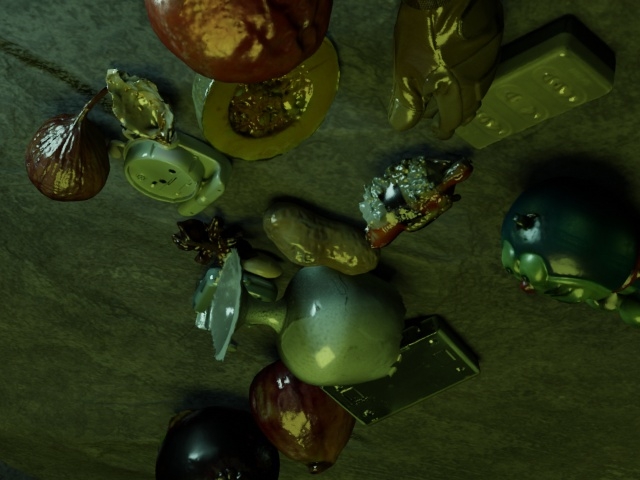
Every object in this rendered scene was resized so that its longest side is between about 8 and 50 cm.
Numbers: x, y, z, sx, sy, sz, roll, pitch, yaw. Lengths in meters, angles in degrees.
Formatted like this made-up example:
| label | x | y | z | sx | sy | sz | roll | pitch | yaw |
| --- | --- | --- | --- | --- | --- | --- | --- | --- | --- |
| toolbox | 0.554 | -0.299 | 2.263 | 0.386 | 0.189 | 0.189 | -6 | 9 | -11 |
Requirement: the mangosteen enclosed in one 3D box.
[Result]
| label | x | y | z | sx | sy | sz | roll | pitch | yaw |
| --- | --- | --- | --- | --- | --- | --- | --- | --- | --- |
| mangosteen | -0.247 | 0.532 | 2.913 | 0.297 | 0.297 | 0.313 | 25 | 152 | -17 |

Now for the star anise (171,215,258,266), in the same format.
| label | x | y | z | sx | sy | sz | roll | pitch | yaw |
| --- | --- | --- | --- | --- | --- | --- | --- | --- | --- |
| star anise | -0.189 | 0.002 | 2.233 | 0.168 | 0.057 | 0.168 | 5 | 155 | 2 |

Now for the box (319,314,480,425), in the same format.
| label | x | y | z | sx | sy | sz | roll | pitch | yaw |
| --- | --- | --- | --- | --- | --- | --- | --- | --- | --- |
| box | 0.151 | 0.256 | 2.423 | 0.270 | 0.045 | 0.211 | -27 | 135 | 17 |

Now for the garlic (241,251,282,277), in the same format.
| label | x | y | z | sx | sy | sz | roll | pitch | yaw |
| --- | --- | --- | --- | --- | --- | --- | --- | --- | --- |
| garlic | -0.115 | 0.044 | 2.288 | 0.083 | 0.041 | 0.053 | 6 | 163 | 34 |

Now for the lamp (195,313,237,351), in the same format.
| label | x | y | z | sx | sy | sz | roll | pitch | yaw |
| --- | --- | --- | --- | --- | --- | --- | --- | --- | --- |
| lamp | -0.210 | 0.183 | 2.574 | 0.050 | 0.056 | 0.198 | 7 | 160 | 12 |

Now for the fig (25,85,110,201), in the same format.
| label | x | y | z | sx | sy | sz | roll | pitch | yaw |
| --- | --- | --- | --- | --- | --- | --- | --- | --- | --- |
| fig | -0.383 | -0.156 | 1.969 | 0.134 | 0.146 | 0.201 | -13 | 156 | -35 |

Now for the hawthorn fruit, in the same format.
| label | x | y | z | sx | sy | sz | roll | pitch | yaw |
| --- | --- | --- | --- | --- | --- | --- | --- | --- | --- |
| hawthorn fruit | -0.081 | -0.327 | 1.476 | 0.242 | 0.242 | 0.271 | 21 | 138 | -11 |

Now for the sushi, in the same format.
| label | x | y | z | sx | sy | sz | roll | pitch | yaw |
| --- | --- | --- | --- | --- | --- | --- | --- | --- | --- |
| sushi | 0.137 | -0.075 | 1.926 | 0.226 | 0.097 | 0.103 | -32 | 134 | 33 |

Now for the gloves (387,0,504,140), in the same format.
| label | x | y | z | sx | sy | sz | roll | pitch | yaw |
| --- | --- | --- | --- | --- | --- | --- | --- | --- | --- |
| gloves | 0.158 | -0.248 | 1.577 | 0.141 | 0.154 | 0.331 | 7 | 142 | 16 |

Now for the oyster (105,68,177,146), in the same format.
| label | x | y | z | sx | sy | sz | roll | pitch | yaw |
| --- | --- | --- | --- | --- | --- | --- | --- | --- | --- |
| oyster | -0.266 | -0.204 | 1.922 | 0.103 | 0.051 | 0.148 | 6 | 134 | 19 |

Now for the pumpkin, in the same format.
| label | x | y | z | sx | sy | sz | roll | pitch | yaw |
| --- | --- | --- | --- | --- | --- | --- | --- | --- | --- |
| pumpkin | -0.092 | -0.219 | 1.752 | 0.110 | 0.217 | 0.217 | 42 | 169 | 38 |

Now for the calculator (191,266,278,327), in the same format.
| label | x | y | z | sx | sy | sz | roll | pitch | yaw |
| --- | --- | --- | --- | --- | --- | --- | --- | --- | --- |
| calculator | -0.164 | 0.108 | 2.375 | 0.141 | 0.045 | 0.246 | 16 | 159 | -8 |

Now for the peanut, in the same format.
| label | x | y | z | sx | sy | sz | roll | pitch | yaw |
| --- | --- | --- | --- | --- | --- | --- | --- | --- | --- |
| peanut | 0.000 | 0.000 | 2.121 | 0.214 | 0.099 | 0.099 | 15 | 150 | -14 |

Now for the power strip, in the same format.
| label | x | y | z | sx | sy | sz | roll | pitch | yaw |
| --- | --- | --- | --- | --- | --- | --- | --- | --- | --- |
| power strip | 0.264 | -0.203 | 1.682 | 0.105 | 0.070 | 0.257 | 33 | 146 | -28 |

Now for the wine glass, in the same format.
| label | x | y | z | sx | sy | sz | roll | pitch | yaw |
| --- | --- | --- | --- | --- | --- | --- | --- | --- | --- |
| wine glass | -0.025 | 0.139 | 2.196 | 0.323 | 0.238 | 0.238 | 8 | 153 | -19 |

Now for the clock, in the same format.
| label | x | y | z | sx | sy | sz | roll | pitch | yaw |
| --- | --- | --- | --- | --- | --- | --- | --- | --- | --- |
| clock | -0.253 | -0.121 | 2.046 | 0.191 | 0.062 | 0.151 | 28 | 147 | -21 |

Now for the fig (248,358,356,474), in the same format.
| label | x | y | z | sx | sy | sz | roll | pitch | yaw |
| --- | --- | --- | --- | --- | --- | --- | --- | --- | --- |
| fig | -0.032 | 0.339 | 2.571 | 0.224 | 0.224 | 0.263 | 1 | 126 | 21 |

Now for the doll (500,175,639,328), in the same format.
| label | x | y | z | sx | sy | sz | roll | pitch | yaw |
| --- | --- | --- | --- | --- | --- | --- | --- | --- | --- |
| doll | 0.395 | 0.011 | 1.878 | 0.322 | 0.186 | 0.198 | 19 | -174 | -42 |
